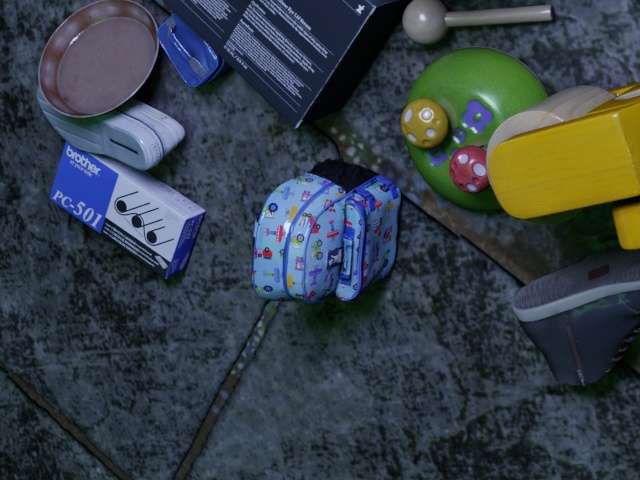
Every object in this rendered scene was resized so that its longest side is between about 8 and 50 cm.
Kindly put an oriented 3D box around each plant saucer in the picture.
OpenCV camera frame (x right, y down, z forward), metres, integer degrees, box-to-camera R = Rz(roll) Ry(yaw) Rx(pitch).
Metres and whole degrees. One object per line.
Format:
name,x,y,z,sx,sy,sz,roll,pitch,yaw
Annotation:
plant saucer,-0.269,-0.221,1.838,0.168,0.029,0.168,-9,63,18

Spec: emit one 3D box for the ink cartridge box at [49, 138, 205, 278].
ink cartridge box,-0.252,-0.046,1.926,0.207,0.046,0.097,34,121,20

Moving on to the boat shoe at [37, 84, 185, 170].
boat shoe,-0.264,-0.151,1.882,0.226,0.076,0.083,31,137,32

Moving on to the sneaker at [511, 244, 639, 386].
sneaker,0.327,0.075,1.579,0.222,0.083,0.118,-18,118,27

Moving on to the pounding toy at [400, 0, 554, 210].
pounding toy,0.151,-0.134,1.588,0.183,0.110,0.236,10,112,31

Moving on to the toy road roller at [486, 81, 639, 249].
toy road roller,0.347,-0.042,1.432,0.330,0.202,0.240,-10,101,36

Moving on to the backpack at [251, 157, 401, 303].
backpack,0.000,0.000,1.696,0.117,0.173,0.158,19,115,27

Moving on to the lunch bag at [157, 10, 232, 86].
lunch bag,-0.147,-0.238,1.776,0.067,0.065,0.098,-37,85,37

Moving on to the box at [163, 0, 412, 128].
box,-0.049,-0.286,1.672,0.261,0.103,0.184,45,128,13
